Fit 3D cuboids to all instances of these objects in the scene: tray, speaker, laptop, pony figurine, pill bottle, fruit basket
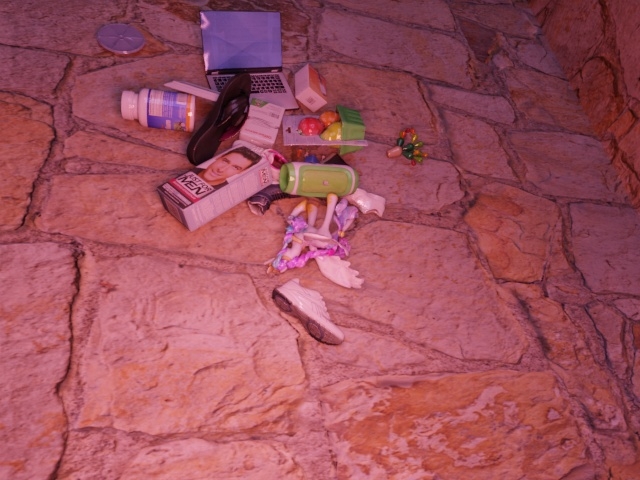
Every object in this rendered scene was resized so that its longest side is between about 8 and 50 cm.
[{"bbox_3d":[-0.506,-0.630,1.835,0.270,0.030,0.145,19,22,9],"label":"tray"},{"bbox_3d":[-0.005,-0.237,1.694,0.297,0.131,0.131,-1,60,-26],"label":"speaker"},{"bbox_3d":[-0.315,-0.807,1.975,0.382,0.236,0.408,-12,64,-23],"label":"laptop"},{"bbox_3d":[0.000,0.000,1.591,0.351,0.303,0.363,10,54,28],"label":"pony figurine"},{"bbox_3d":[-0.647,-0.527,1.751,0.272,0.152,0.152,3,59,-15],"label":"pill bottle"},{"bbox_3d":[0.011,-0.478,1.916,0.353,0.165,0.327,-6,38,-3],"label":"fruit basket"}]

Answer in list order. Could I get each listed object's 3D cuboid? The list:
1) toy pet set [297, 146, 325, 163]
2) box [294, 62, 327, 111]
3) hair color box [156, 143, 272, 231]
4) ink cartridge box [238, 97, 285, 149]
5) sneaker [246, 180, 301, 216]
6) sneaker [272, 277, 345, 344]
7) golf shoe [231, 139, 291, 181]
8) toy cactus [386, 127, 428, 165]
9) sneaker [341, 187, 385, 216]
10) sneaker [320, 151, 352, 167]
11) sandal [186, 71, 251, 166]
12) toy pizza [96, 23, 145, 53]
[{"bbox_3d":[-0.041,-0.366,1.893,0.122,0.065,0.114,19,56,-5],"label":"toy pet set"},{"bbox_3d":[-0.046,-0.724,2.063,0.130,0.091,0.170,27,48,-41],"label":"box"},{"bbox_3d":[-0.383,-0.205,1.611,0.374,0.113,0.185,-36,54,-28],"label":"hair color box"},{"bbox_3d":[-0.254,-0.495,1.882,0.153,0.087,0.208,17,62,-7],"label":"ink cartridge box"},{"bbox_3d":[-0.177,-0.162,1.704,0.226,0.086,0.163,5,47,-3],"label":"sneaker"},{"bbox_3d":[-0.025,0.239,1.507,0.297,0.111,0.129,41,51,9],"label":"sneaker"},{"bbox_3d":[-0.228,-0.338,1.775,0.306,0.140,0.115,34,57,6],"label":"golf shoe"},{"bbox_3d":[0.400,-0.434,2.067,0.181,0.112,0.219,-18,68,-6],"label":"toy cactus"},{"bbox_3d":[0.174,-0.158,1.832,0.212,0.080,0.094,14,68,-10],"label":"sneaker"},{"bbox_3d":[0.050,-0.288,1.862,0.118,0.083,0.222,35,55,6],"label":"sneaker"},{"bbox_3d":[-0.373,-0.478,1.757,0.107,0.167,0.445,23,76,16],"label":"sandal"},{"bbox_3d":[-0.905,-0.912,1.979,0.201,0.032,0.201,8,59,-13],"label":"toy pizza"}]
